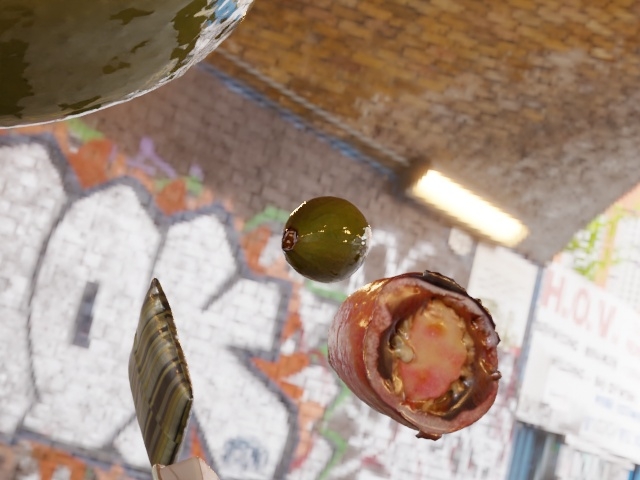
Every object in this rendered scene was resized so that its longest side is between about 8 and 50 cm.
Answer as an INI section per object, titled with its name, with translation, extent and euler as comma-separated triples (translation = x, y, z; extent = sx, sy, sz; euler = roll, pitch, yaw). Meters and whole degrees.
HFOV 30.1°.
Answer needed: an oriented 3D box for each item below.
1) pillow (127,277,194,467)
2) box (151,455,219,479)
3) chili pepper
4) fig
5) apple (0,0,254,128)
[pillow]
translation = -0.218, 0.192, 1.607
extent = 0.052, 0.212, 0.208
euler = -4, -42, -22
[box]
translation = -0.151, 0.323, 1.426
extent = 0.062, 0.122, 0.089
euler = -24, -38, 4
[chili pepper]
translation = 0.143, 0.174, 1.879
extent = 0.251, 0.229, 0.305
euler = 31, -6, -6
[fig]
translation = 0.000, 0.000, 0.984
extent = 0.074, 0.073, 0.088
euler = 7, 6, 34
[apple]
translation = -0.240, -0.294, 0.831
extent = 0.474, 0.473, 0.473
euler = 14, -11, 3
